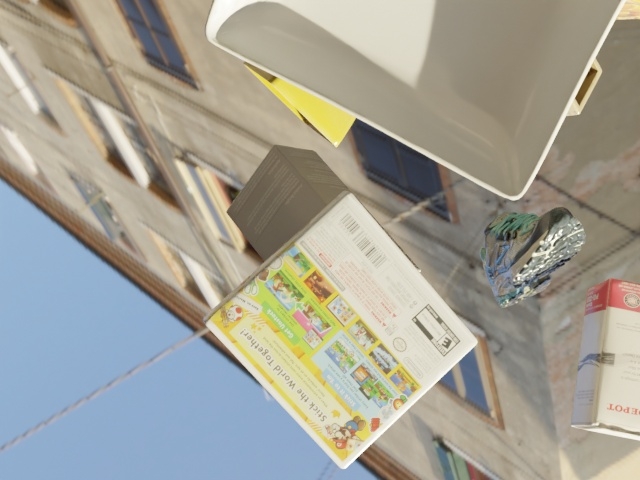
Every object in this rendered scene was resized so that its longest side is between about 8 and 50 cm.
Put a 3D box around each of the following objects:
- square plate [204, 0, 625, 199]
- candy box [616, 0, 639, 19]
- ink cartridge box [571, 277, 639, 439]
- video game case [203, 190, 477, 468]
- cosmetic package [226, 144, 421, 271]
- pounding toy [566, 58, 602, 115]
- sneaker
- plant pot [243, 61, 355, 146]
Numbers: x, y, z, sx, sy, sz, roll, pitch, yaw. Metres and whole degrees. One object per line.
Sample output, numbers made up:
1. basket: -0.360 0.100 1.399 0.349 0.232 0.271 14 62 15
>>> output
1. square plate: 0.099 -0.261 0.782 0.344 0.347 0.049 29 -154 11
2. candy box: 0.402 -0.283 0.928 0.317 0.087 0.183 11 -171 39
3. ink cartridge box: 0.466 0.181 1.324 0.159 0.092 0.217 12 -104 -4
4. video game case: 0.025 0.097 0.976 0.206 0.227 0.026 -42 -168 -6
5. cosmetic package: 0.000 0.000 1.165 0.127 0.107 0.238 -50 -115 24
6. pounding toy: 0.401 -0.309 1.574 0.100 0.141 0.130 0 -131 49
7. sneaker: 0.296 0.008 1.364 0.110 0.283 0.122 -24 -108 -15
8. plant pot: -0.005 -0.359 1.943 0.187 0.212 0.212 -47 -150 3
